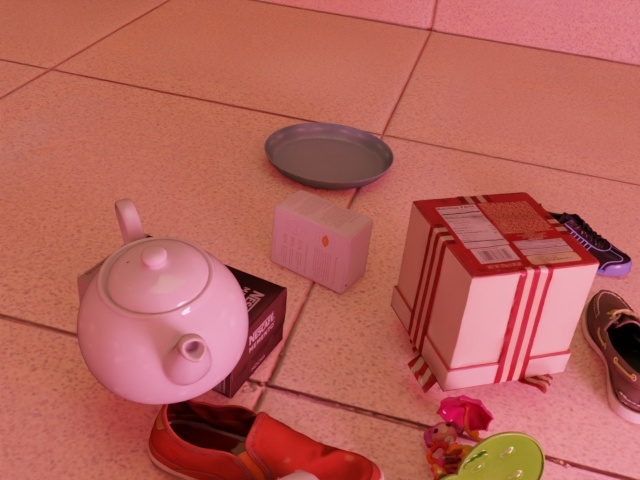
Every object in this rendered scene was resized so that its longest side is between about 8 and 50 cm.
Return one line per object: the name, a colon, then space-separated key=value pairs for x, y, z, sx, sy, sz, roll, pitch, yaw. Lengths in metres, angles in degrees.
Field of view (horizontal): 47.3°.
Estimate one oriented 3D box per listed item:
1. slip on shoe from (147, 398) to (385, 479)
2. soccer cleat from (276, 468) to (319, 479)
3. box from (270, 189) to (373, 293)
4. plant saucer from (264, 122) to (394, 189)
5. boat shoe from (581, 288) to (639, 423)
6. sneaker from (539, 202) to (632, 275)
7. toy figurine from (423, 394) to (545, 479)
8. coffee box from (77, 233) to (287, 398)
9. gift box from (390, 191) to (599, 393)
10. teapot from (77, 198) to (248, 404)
slip on shoe: x=-0.075 y=0.288 z=0.982 sx=0.331 sy=0.101 sz=0.123 roll=14 pitch=32 yaw=9
soccer cleat: x=-0.086 y=0.342 z=0.884 sx=0.196 sy=0.068 sz=0.076 roll=-24 pitch=18 yaw=-7
box: x=0.000 y=0.000 z=1.401 sx=0.170 sy=0.130 sz=0.091 roll=24 pitch=37 yaw=24
plant saucer: x=0.020 y=-0.204 z=1.792 sx=0.317 sy=0.044 sz=0.318 roll=4 pitch=34 yaw=-3
boat shoe: x=0.528 y=0.175 z=1.259 sx=0.109 sy=0.091 sz=0.305 roll=8 pitch=34 yaw=2
sneaker: x=0.541 y=-0.003 z=1.531 sx=0.232 sy=0.090 sz=0.081 roll=21 pitch=36 yaw=21
toy figurine: x=0.203 y=0.293 z=1.043 sx=0.173 sy=0.130 sz=0.159 roll=-26 pitch=25 yaw=-4
coffee box: x=-0.224 y=0.114 z=1.201 sx=0.297 sy=0.119 sz=0.168 roll=19 pitch=36 yaw=19
gift box: x=0.264 y=0.100 z=1.178 sx=0.255 sy=0.258 sz=0.276 roll=-3 pitch=35 yaw=-13
teapot: x=-0.219 y=0.079 z=0.998 sx=0.256 sy=0.187 sz=0.252 roll=13 pitch=42 yaw=14
